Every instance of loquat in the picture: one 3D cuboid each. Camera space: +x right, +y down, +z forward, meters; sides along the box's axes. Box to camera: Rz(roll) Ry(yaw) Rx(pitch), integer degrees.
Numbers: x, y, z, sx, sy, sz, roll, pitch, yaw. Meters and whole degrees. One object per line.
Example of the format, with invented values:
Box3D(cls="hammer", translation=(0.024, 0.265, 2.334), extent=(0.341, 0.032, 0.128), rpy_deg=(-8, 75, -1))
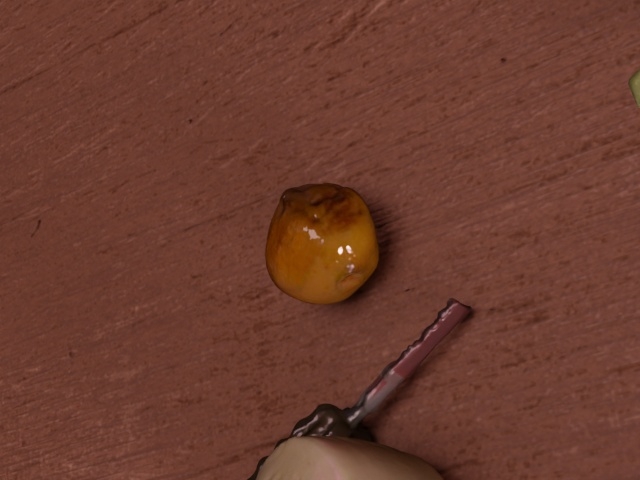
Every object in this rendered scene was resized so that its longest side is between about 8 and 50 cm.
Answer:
Box3D(cls="loquat", translation=(0.000, 0.000, 1.317), extent=(0.137, 0.113, 0.137), rpy_deg=(1, 92, 62))

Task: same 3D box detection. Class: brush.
Box3D(cls="brush", translation=(0.044, 0.171, 1.256), extent=(0.301, 0.084, 0.071), rpy_deg=(-46, 53, 14))

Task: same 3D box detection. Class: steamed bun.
Box3D(cls="steamed bun", translation=(0.032, 0.283, 1.133), extent=(0.170, 0.225, 0.200), rpy_deg=(7, 81, 40))

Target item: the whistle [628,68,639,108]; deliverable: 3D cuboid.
Box3D(cls="whistle", translation=(0.371, -0.177, 1.069), extent=(0.227, 0.085, 0.105), rpy_deg=(-30, 61, 28))
